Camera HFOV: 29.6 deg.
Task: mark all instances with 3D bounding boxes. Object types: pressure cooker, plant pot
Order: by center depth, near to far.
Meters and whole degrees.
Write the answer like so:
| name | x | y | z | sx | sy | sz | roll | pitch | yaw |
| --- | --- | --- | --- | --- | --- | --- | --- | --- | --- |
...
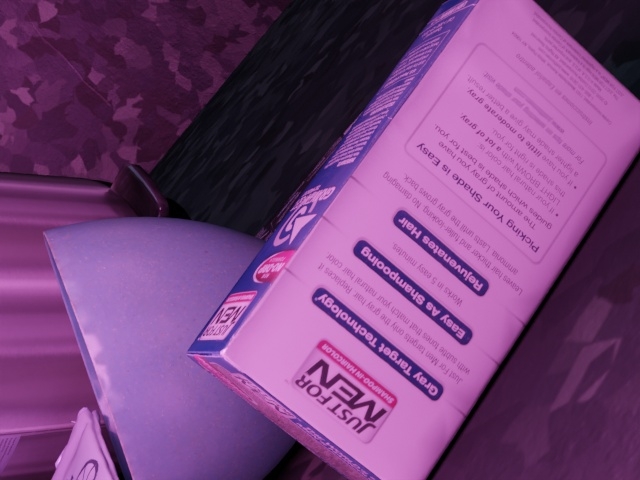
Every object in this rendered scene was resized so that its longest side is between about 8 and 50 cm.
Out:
| name | x | y | z | sx | sy | sz | roll | pitch | yaw |
| --- | --- | --- | --- | --- | --- | --- | --- | --- | --- |
| plant pot | -0.104 | 0.099 | 1.068 | 0.195 | 0.290 | 0.290 | -19 | 8 | -13 |
| pressure cooker | -0.334 | 0.109 | 1.349 | 0.370 | 0.420 | 0.375 | -11 | 81 | 45 |

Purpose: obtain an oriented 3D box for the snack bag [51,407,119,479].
| name | x | y | z | sx | sy | sz | roll | pitch | yaw |
| --- | --- | --- | --- | --- | --- | --- | --- | --- | --- |
| snack bag | -0.233 | 0.338 | 1.027 | 0.323 | 0.037 | 0.342 | -66 | 20 | 2 |

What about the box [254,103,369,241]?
| name | x | y | z | sx | sy | sz | roll | pitch | yaw |
| --- | --- | --- | --- | --- | --- | --- | --- | --- | --- |
| box | 0.000 | 0.000 | 1.315 | 0.307 | 0.076 | 0.242 | -49 | 14 | 4 |

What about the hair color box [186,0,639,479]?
| name | x | y | z | sx | sy | sz | roll | pitch | yaw |
| --- | --- | --- | --- | --- | --- | --- | --- | --- | --- |
| hair color box | 0.078 | -0.005 | 0.883 | 0.347 | 0.174 | 0.105 | -54 | 14 | -16 |
